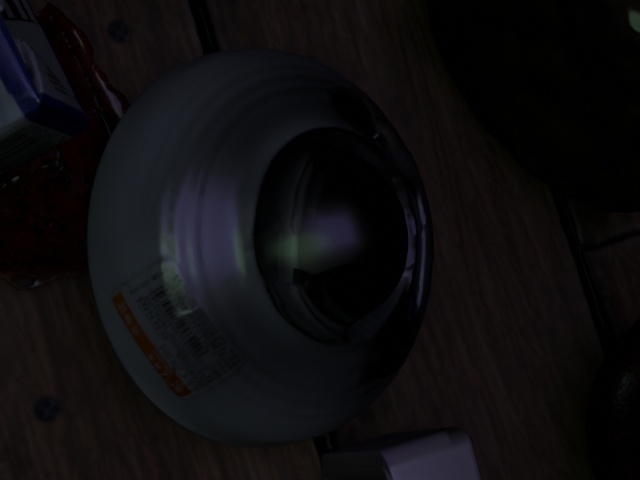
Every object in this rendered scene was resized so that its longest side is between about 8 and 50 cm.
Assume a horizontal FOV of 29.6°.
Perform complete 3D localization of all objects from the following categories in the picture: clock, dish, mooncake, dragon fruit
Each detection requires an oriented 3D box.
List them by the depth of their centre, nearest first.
[{"bbox_3d":[0.000,0.000,0.791,0.273,0.134,0.273,5,82,-42],"label":"dish"},{"bbox_3d":[0.069,0.229,0.806,0.063,0.150,0.197,-12,84,-19],"label":"clock"},{"bbox_3d":[-0.193,-0.060,0.820,0.127,0.120,0.161,-16,59,11],"label":"dragon fruit"},{"bbox_3d":[0.211,-0.157,0.867,0.161,0.290,0.290,-41,94,-16],"label":"mooncake"}]

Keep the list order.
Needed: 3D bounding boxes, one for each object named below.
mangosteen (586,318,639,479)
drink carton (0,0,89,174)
[{"bbox_3d":[0.301,0.138,0.874,0.216,0.216,0.216,4,78,-18],"label":"mangosteen"},{"bbox_3d":[-0.306,-0.052,0.700,0.315,0.106,0.130,-28,87,5],"label":"drink carton"}]
